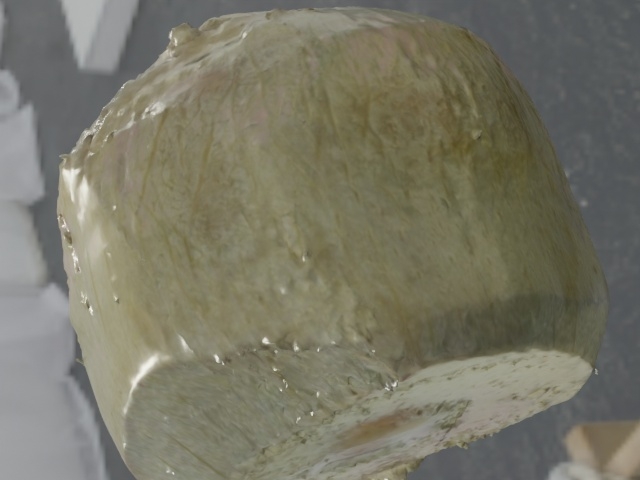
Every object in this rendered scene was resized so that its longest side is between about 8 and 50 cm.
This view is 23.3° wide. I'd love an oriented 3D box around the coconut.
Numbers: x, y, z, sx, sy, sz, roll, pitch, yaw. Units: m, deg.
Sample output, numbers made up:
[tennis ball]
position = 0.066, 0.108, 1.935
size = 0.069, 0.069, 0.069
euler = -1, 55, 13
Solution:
[coconut]
position = 0.000, 0.000, 0.872
size = 0.297, 0.297, 0.254
euler = -51, 55, 51
